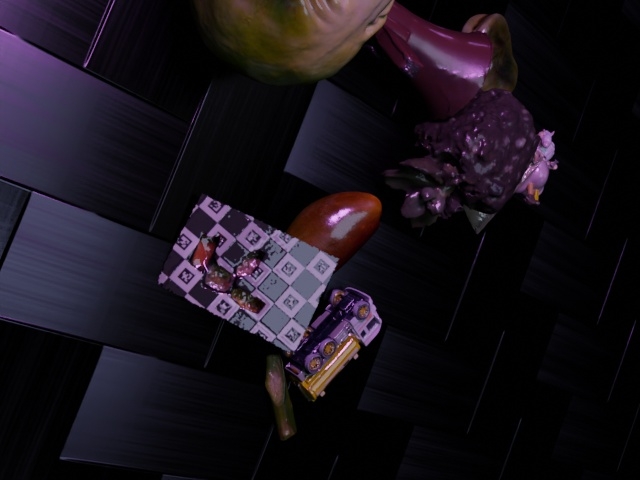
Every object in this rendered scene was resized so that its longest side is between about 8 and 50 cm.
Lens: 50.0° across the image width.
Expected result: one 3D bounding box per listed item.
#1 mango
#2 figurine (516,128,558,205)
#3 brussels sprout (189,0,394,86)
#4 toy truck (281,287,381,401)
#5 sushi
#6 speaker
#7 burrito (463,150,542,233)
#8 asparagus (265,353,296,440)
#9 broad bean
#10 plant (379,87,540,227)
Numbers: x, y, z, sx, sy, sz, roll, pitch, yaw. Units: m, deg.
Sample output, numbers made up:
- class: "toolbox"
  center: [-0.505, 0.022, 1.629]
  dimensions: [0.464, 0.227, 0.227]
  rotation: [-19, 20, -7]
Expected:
- class: "mango"
  center: [0.000, 0.000, 1.301]
  dimensions: [0.267, 0.111, 0.133]
  rotation: [-42, 125, -3]
- class: "figurine"
  center: [0.501, -0.180, 1.640]
  dimensions: [0.229, 0.112, 0.137]
  rotation: [-52, 130, -32]
- class: "brussels sprout"
  center: [-0.043, -0.403, 1.071]
  dimensions: [0.344, 0.268, 0.344]
  rotation: [1, 99, 4]
- class: "toy truck"
  center: [0.023, 0.207, 1.377]
  dimensions: [0.227, 0.098, 0.114]
  rotation: [-46, 126, -17]
- class: "sushi"
  center: [-0.132, 0.059, 1.234]
  dimensions: [0.280, 0.043, 0.192]
  rotation: [26, 88, -12]
- class: "speaker"
  center: [0.153, -0.343, 1.288]
  dimensions: [0.330, 0.198, 0.259]
  rotation: [18, 58, -33]
- class: "burrito"
  center: [0.406, -0.124, 1.561]
  dimensions: [0.226, 0.087, 0.060]
  rotation: [-47, 167, 14]
- class: "asparagus"
  center: [-0.080, 0.310, 1.356]
  dimensions: [0.045, 0.041, 0.178]
  rotation: [-18, 109, -25]
- class: "broad bean"
  center: [0.384, -0.418, 1.537]
  dimensions: [0.153, 0.072, 0.206]
  rotation: [-56, 136, -11]
- class: "plant"
  center: [0.286, -0.154, 1.420]
  dimensions: [0.312, 0.213, 0.215]
  rotation: [-42, 123, -24]
